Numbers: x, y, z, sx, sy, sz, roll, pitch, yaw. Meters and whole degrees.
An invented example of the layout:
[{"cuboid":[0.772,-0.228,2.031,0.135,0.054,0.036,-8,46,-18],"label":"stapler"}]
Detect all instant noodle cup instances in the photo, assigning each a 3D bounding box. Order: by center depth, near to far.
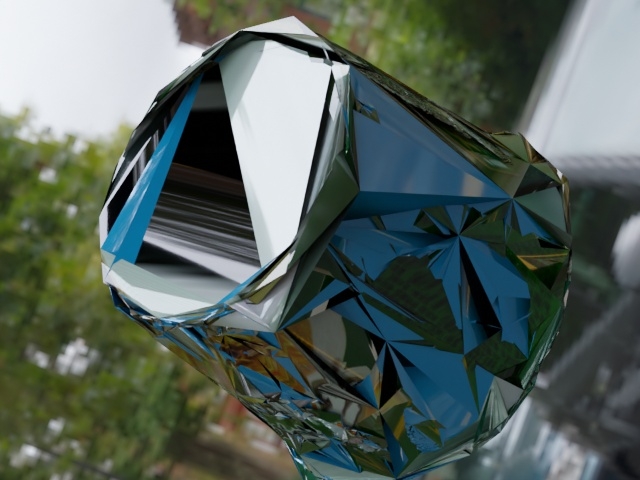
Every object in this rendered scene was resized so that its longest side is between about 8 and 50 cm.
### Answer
[{"cuboid":[0.000,0.000,0.970,0.178,0.240,0.240,33,-109,-39],"label":"instant noodle cup"}]
